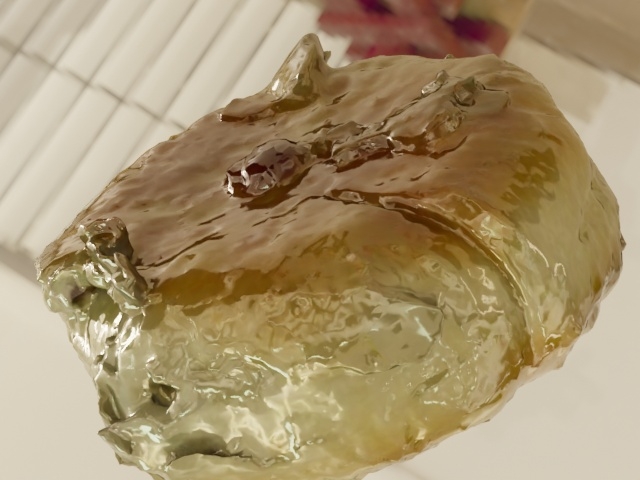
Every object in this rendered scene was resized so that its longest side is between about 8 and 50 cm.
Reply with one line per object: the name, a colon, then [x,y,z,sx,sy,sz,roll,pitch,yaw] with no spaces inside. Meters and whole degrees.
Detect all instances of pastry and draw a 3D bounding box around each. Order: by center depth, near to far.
pastry: [0.004,0.000,0.765,0.257,0.236,0.120,-130,16,-66]
